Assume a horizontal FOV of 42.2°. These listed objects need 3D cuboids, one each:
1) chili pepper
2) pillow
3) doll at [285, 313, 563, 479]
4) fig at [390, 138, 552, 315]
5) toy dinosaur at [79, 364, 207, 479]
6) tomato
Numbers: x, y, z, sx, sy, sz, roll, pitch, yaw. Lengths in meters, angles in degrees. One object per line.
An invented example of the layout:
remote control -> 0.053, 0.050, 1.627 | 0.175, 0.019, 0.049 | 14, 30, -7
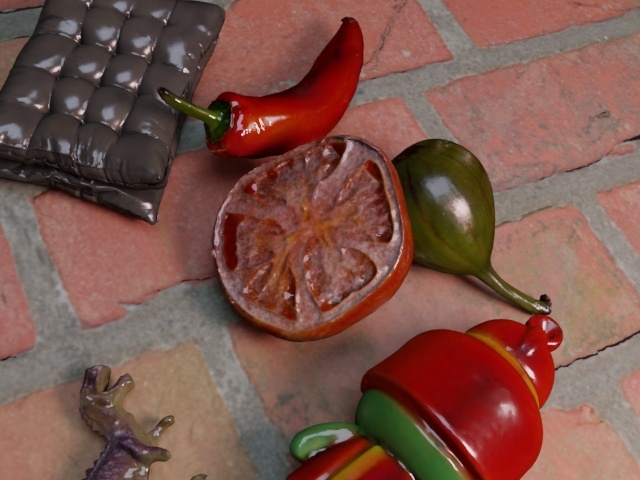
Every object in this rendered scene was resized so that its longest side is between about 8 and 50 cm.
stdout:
chili pepper -> -0.046, -0.179, 1.049 | 0.368, 0.092, 0.137 | -35, 94, -47
pillow -> -0.258, -0.188, 1.014 | 0.228, 0.101, 0.326 | 15, 55, -2
doll -> 0.127, 0.184, 0.835 | 0.363, 0.160, 0.182 | -35, 71, -29
fig -> 0.165, 0.005, 1.002 | 0.151, 0.151, 0.259 | -38, 100, -29
toy dinosaur -> -0.216, 0.249, 0.786 | 0.199, 0.072, 0.251 | 22, 68, 13
tomato -> 0.000, 0.000, 0.925 | 0.236, 0.095, 0.237 | -7, 71, 20
